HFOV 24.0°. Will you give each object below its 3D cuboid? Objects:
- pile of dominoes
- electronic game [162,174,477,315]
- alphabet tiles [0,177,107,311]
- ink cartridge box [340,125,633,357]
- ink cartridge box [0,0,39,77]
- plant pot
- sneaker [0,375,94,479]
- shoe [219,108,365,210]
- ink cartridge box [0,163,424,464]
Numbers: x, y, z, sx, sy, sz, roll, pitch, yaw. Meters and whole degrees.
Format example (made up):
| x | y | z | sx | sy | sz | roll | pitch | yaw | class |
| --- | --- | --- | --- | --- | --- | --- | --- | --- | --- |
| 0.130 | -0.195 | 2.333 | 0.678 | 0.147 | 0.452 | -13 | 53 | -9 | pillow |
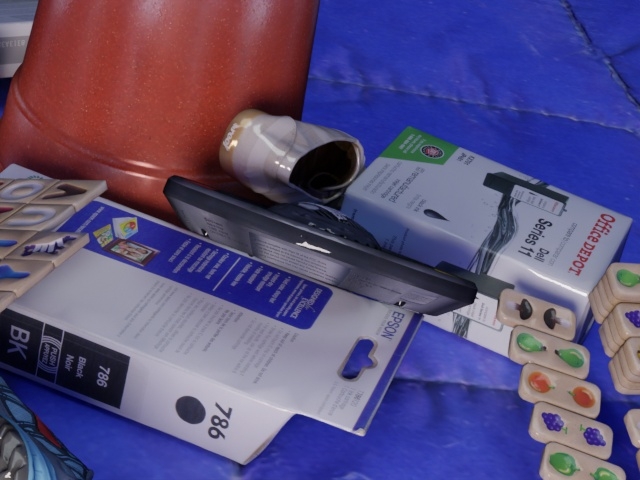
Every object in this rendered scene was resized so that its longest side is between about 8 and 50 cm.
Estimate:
| x | y | z | sx | sy | sz | roll | pitch | yaw | class |
| --- | --- | --- | --- | --- | --- | --- | --- | --- | --- |
| 0.237 | 0.127 | 1.019 | 0.196 | 0.040 | 0.251 | 3 | 51 | -18 | pile of dominoes |
| 0.000 | 0.000 | 1.046 | 0.229 | 0.048 | 0.229 | 20 | 2 | -1 | electronic game |
| -0.247 | 0.011 | 0.954 | 0.198 | 0.009 | 0.237 | 2 | 27 | 28 | alphabet tiles |
| 0.129 | 0.005 | 1.204 | 0.208 | 0.086 | 0.153 | 24 | 31 | 12 | ink cartridge box |
| -0.313 | -0.196 | 1.386 | 0.225 | 0.056 | 0.181 | 16 | 20 | 40 | ink cartridge box |
| -0.115 | -0.167 | 1.204 | 0.272 | 0.265 | 0.272 | 12 | 30 | -7 | plant pot |
| -0.193 | 0.138 | 0.854 | 0.125 | 0.104 | 0.262 | 47 | -5 | -32 | sneaker |
| -0.006 | -0.052 | 1.162 | 0.058 | 0.076 | 0.219 | 20 | 4 | 23 | shoe |
| -0.108 | 0.055 | 1.037 | 0.333 | 0.065 | 0.165 | 20 | 30 | 10 | ink cartridge box |
